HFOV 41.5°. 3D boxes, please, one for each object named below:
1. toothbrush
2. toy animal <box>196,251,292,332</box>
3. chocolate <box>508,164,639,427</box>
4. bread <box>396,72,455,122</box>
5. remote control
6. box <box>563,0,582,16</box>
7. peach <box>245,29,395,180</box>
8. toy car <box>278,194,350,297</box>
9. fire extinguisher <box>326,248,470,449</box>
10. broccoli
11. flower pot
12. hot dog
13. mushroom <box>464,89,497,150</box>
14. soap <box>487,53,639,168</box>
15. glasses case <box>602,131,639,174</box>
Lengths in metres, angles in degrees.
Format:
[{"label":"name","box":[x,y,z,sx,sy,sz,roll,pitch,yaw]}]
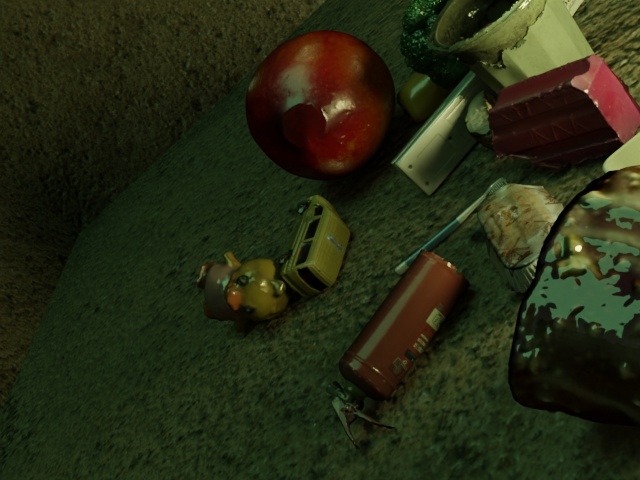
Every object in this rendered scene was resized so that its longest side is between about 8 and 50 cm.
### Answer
[{"label":"toothbrush","box":[0.246,-0.022,1.601,0.275,0.019,0.025,-42,32,14]},{"label":"toy animal","box":[-0.164,0.117,1.938,0.169,0.196,0.281,-14,3,-27]},{"label":"chocolate","box":[0.386,0.072,0.972,0.210,0.225,0.340,8,59,48]},{"label":"bread","box":[0.258,-0.370,2.039,0.173,0.085,0.134,-44,24,9]},{"label":"remote control","box":[0.276,-0.231,1.767,0.277,0.103,0.055,-49,17,-1]},{"label":"box","box":[0.476,-0.528,1.923,0.168,0.071,0.259,-54,25,-12]},{"label":"peach","box":[0.001,-0.318,2.068,0.388,0.388,0.388,-38,25,22]},{"label":"toy car","box":[0.000,0.000,1.895,0.124,0.101,0.257,-22,36,38]},{"label":"fire extinguisher","box":[0.128,0.184,1.400,0.147,0.106,0.337,28,77,41]},{"label":"broccoli","box":[0.308,-0.468,1.861,0.270,0.270,0.270,-22,47,46]},{"label":"flower pot","box":[0.385,-0.387,1.626,0.290,0.259,0.290,-37,26,21]},{"label":"hot dog","box":[0.333,-0.011,1.365,0.144,0.075,0.268,-35,23,18]},{"label":"mushroom","box":[0.335,-0.222,1.661,0.072,0.094,0.210,-44,22,24]},{"label":"soap","box":[0.396,-0.206,1.442,0.250,0.162,0.099,-12,42,53]},{"label":"glasses case","box":[0.560,-0.161,1.203,0.313,0.070,0.131,-41,24,16]}]
